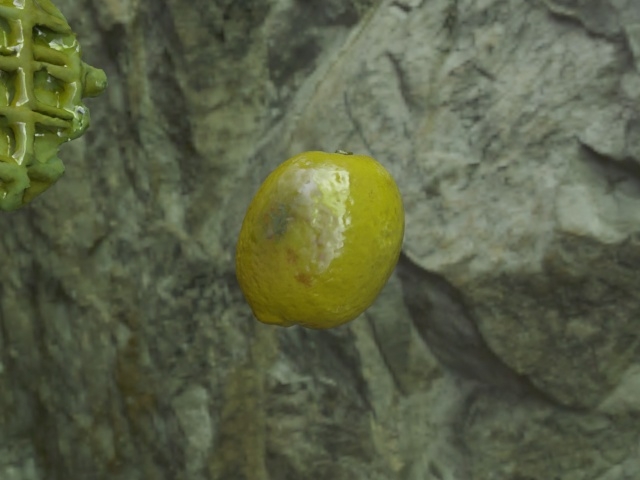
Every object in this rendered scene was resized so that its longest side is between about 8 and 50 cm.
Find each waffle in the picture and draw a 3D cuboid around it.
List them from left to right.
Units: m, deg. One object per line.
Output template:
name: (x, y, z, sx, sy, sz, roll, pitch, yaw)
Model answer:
waffle: (-0.325, -0.156, 0.792, 0.073, 0.297, 0.317, -24, -72, 48)

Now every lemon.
lemon: (0.000, 0.000, 1.078, 0.207, 0.170, 0.170, -67, -166, -4)
